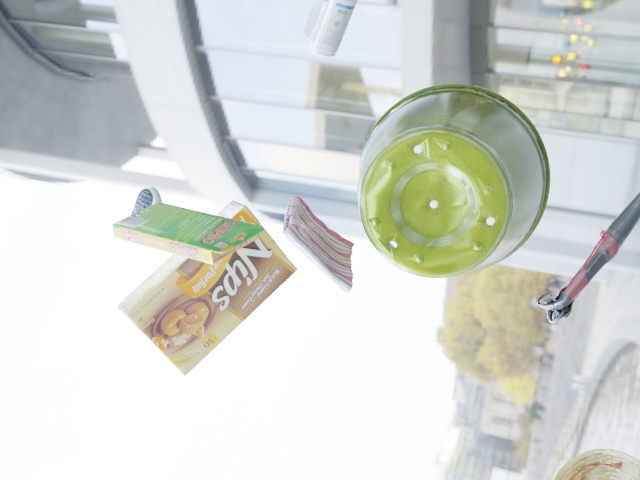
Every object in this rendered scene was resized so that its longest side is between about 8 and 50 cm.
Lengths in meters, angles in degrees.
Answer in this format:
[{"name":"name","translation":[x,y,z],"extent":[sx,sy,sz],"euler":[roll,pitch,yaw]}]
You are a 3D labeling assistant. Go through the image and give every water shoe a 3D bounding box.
[{"name":"water shoe","translation":[-0.387,-0.068,2.028],"extent":[0.203,0.080,0.073],"euler":[-42,56,56]}]

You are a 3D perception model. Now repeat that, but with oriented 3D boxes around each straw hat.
[{"name":"straw hat","translation":[0.320,0.301,0.942],"extent":[0.061,0.144,0.144],"euler":[38,-119,-43]}]

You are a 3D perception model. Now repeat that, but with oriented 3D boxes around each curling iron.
[{"name":"curling iron","translation":[0.387,0.008,1.208],"extent":[0.274,0.035,0.068],"euler":[-48,8,-17]}]

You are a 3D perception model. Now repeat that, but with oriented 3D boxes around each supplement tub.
[{"name":"supplement tub","translation":[0.013,-0.376,1.494],"extent":[0.107,0.071,0.071],"euler":[-65,-8,29]}]

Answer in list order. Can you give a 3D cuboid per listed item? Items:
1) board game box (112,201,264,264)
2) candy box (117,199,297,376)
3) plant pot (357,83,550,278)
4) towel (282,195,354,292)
[{"name":"board game box","translation":[-0.233,-0.015,1.550],"extent":[0.124,0.259,0.039],"euler":[-33,-55,-48]},{"name":"candy box","translation":[-0.222,0.093,1.749],"extent":[0.316,0.087,0.183],"euler":[-44,-64,-12]},{"name":"plant pot","translation":[0.215,-0.086,1.514],"extent":[0.353,0.366,0.366],"euler":[-38,-44,-74]},{"name":"towel","translation":[0.000,0.000,1.443],"extent":[0.029,0.144,0.197],"euler":[-45,12,14]}]
